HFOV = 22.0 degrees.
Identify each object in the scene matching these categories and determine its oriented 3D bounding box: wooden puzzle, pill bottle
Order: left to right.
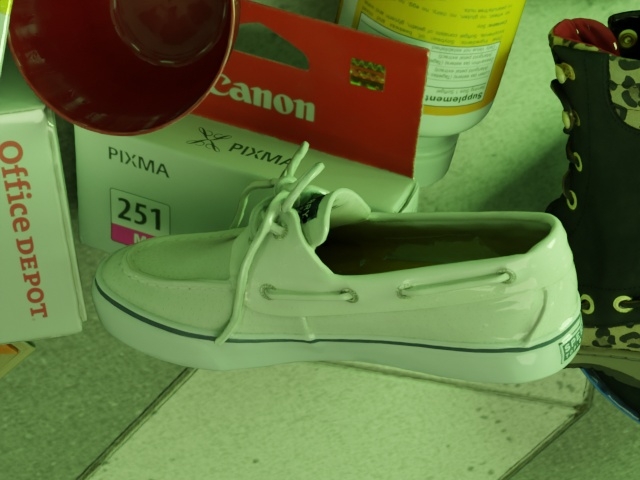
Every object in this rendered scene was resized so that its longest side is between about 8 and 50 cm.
[{"bbox_3d":[-0.302,0.101,1.465,0.078,0.014,0.116,30,116,-32],"label":"wooden puzzle"},{"bbox_3d":[0.080,-0.166,1.257,0.136,0.136,0.245,3,128,-15],"label":"pill bottle"}]

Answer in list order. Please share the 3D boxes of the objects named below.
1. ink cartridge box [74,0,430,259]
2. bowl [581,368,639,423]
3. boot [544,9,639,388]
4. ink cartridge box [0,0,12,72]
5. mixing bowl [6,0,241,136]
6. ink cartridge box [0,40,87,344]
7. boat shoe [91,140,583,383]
[{"bbox_3d":[-0.059,-0.067,1.268,0.275,0.060,0.239,17,131,16],"label":"ink cartridge box"},{"bbox_3d":[0.391,0.049,1.438,0.391,0.077,0.391,11,133,12],"label":"bowl"},{"bbox_3d":[0.208,-0.037,1.303,0.138,0.377,0.284,-33,126,-44],"label":"boot"},{"bbox_3d":[-0.255,-0.170,1.096,0.093,0.154,0.212,11,83,-16],"label":"ink cartridge box"},{"bbox_3d":[-0.129,-0.171,1.189,0.181,0.098,0.181,4,101,18],"label":"mixing bowl"},{"bbox_3d":[-0.350,-0.024,1.275,0.306,0.131,0.226,-9,129,-8],"label":"ink cartridge box"},{"bbox_3d":[-0.001,0.005,1.163,0.367,0.136,0.156,5,127,21],"label":"boat shoe"}]
